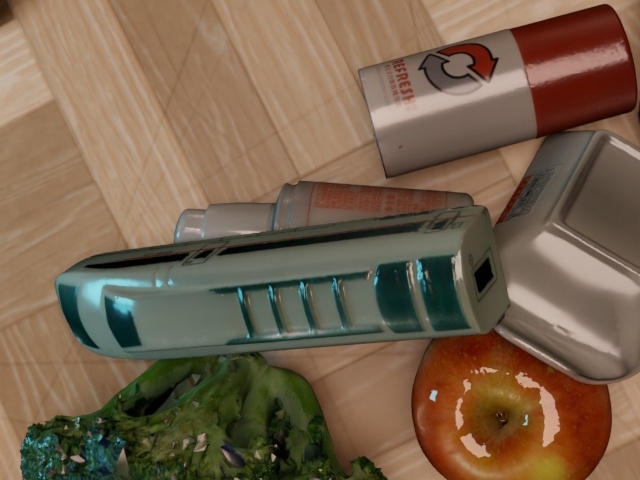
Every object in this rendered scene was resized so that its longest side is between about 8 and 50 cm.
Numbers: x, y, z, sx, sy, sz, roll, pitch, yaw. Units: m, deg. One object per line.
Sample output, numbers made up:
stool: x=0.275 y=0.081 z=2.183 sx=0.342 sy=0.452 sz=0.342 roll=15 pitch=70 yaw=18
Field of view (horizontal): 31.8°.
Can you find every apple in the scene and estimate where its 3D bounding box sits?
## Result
apple: x=0.156 y=0.133 z=0.911 sx=0.163 sy=0.139 sz=0.163 roll=1 pitch=95 yaw=18

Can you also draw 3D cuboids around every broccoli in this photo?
broccoli: x=-0.096 y=0.204 z=0.901 sx=0.294 sy=0.265 sz=0.245 roll=28 pitch=56 yaw=-1

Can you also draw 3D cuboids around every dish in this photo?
dish: x=0.218 y=0.003 z=0.880 sx=0.154 sy=0.064 sz=0.234 roll=31 pitch=55 yaw=5

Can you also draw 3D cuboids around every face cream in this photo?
face cream: x=0.000 y=0.000 z=0.943 sx=0.252 sy=0.101 sz=0.101 roll=5 pitch=88 yaw=5
face cream: x=0.145 y=-0.125 z=0.937 sx=0.214 sy=0.096 sz=0.095 roll=-15 pitch=87 yaw=4

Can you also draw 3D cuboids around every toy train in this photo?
toy train: x=-0.064 y=0.047 z=0.877 sx=0.407 sy=0.088 sz=0.086 roll=-7 pitch=109 yaw=27

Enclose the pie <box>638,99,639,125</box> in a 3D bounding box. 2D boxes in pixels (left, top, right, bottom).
pie: x=0.333 y=-0.102 z=0.907 sx=0.154 sy=0.153 sz=0.038 roll=12 pitch=56 yaw=5
